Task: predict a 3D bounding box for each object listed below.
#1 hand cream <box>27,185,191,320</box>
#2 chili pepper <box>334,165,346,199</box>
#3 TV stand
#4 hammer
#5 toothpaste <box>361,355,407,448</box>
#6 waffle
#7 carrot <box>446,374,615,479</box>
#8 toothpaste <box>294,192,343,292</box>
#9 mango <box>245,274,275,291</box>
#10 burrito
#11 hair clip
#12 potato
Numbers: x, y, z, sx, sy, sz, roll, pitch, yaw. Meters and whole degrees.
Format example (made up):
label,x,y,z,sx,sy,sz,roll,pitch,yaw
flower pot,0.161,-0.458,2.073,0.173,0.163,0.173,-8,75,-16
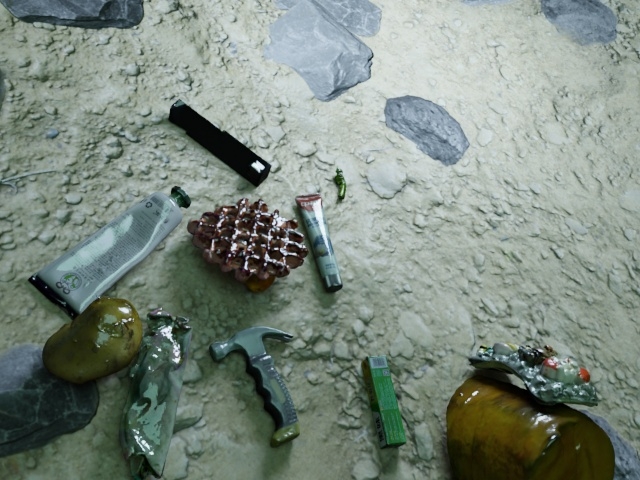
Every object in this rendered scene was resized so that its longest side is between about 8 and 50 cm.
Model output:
label,x,y,z,sx,sy,sz,roll,pitch,yaw
hand cream,-0.390,0.009,1.439,0.121,0.076,0.336,40,62,13
chili pepper,0.047,-0.131,1.694,0.027,0.022,0.083,3,63,-19
TV stand,-0.224,-0.216,1.635,0.256,0.049,0.040,37,57,5
hammer,-0.098,0.269,1.390,0.159,0.041,0.226,-16,66,-25
toothpaste,0.121,0.312,1.443,0.043,0.037,0.178,0,60,-23
waffle,-0.141,0.000,1.500,0.221,0.055,0.234,-24,50,-37
carrot,0.375,0.399,1.371,0.242,0.341,0.241,0,91,-20
toothpaste,0.000,0.000,1.590,0.062,0.039,0.239,-8,61,-15
mango,-0.119,0.066,1.502,0.060,0.046,0.089,26,51,-1
burrito,-0.293,0.266,1.307,0.096,0.066,0.309,11,58,-10
hair clip,0.404,0.238,1.416,0.138,0.321,0.091,8,91,-17
potato,-0.388,0.178,1.285,0.176,0.137,0.137,-34,73,3
